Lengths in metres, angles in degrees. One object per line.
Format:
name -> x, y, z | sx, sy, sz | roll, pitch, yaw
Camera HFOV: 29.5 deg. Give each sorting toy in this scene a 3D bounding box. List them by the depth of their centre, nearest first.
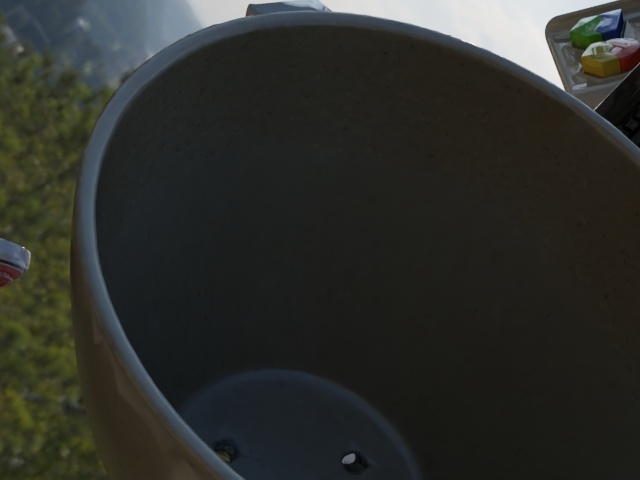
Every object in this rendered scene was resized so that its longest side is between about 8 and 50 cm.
sorting toy -> 0.337, -0.207, 1.249 | 0.208, 0.193, 0.038 | -89, 163, -56

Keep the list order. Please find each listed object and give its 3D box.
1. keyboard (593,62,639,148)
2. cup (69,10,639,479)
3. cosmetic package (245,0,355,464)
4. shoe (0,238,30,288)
keyboard -> 0.337, -0.090, 1.020 | 0.201, 0.317, 0.033 | 25, 40, -19
cup -> 0.020, 0.080, 0.629 | 0.331, 0.331, 0.237 | 58, -37, 28
cosmetic package -> 0.000, 0.000, 1.179 | 0.284, 0.097, 0.377 | 45, -47, 34
shoe -> -0.294, 0.046, 0.917 | 0.063, 0.178, 0.081 | 36, 56, -50
